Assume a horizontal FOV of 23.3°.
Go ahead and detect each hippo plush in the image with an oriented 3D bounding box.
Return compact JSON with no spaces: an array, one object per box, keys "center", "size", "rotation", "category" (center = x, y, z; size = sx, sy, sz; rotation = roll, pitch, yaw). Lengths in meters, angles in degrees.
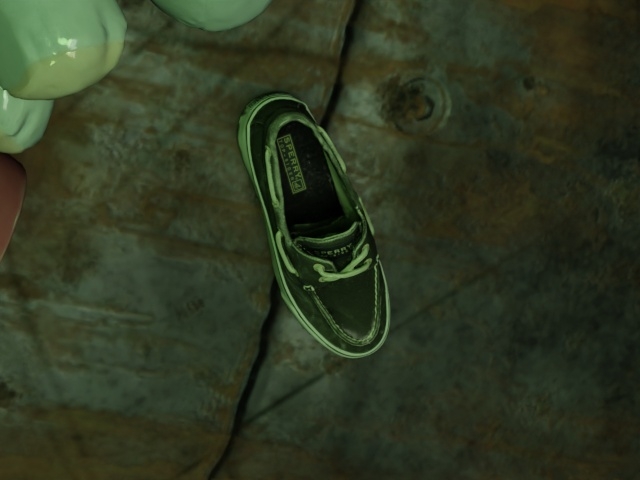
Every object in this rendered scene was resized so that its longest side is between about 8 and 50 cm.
[{"center":[-0.148,-0.218,0.949],"size":[0.236,0.234,0.294],"rotation":[-22,106,-37],"category":"hippo plush"}]

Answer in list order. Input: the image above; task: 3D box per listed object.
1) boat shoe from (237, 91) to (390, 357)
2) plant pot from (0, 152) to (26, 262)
[{"center":[0.000,0.000,1.122],"size":[0.078,0.070,0.219],"rotation":[-28,115,-9],"category":"boat shoe"},{"center":[-0.307,-0.009,0.940],"size":[0.180,0.201,0.201],"rotation":[34,94,-24],"category":"plant pot"}]
